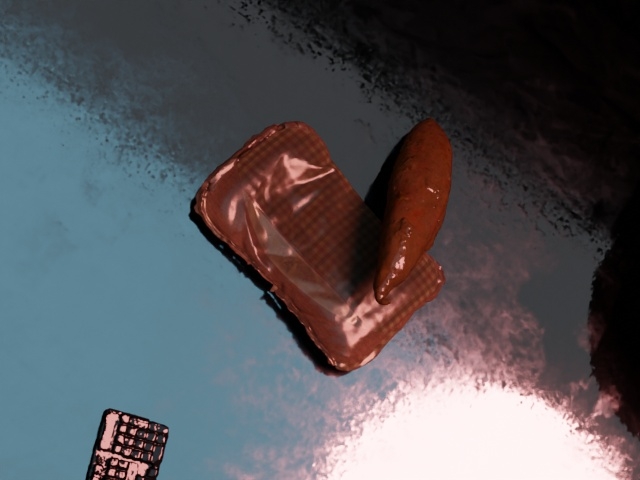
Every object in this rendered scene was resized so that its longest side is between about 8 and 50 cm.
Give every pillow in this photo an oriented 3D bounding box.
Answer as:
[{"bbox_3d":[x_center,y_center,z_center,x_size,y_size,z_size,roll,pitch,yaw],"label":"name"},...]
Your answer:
[{"bbox_3d":[-0.003,0.001,1.462,0.135,0.034,0.211,-43,90,-17],"label":"pillow"}]

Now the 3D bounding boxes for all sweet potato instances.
[{"bbox_3d":[0.081,-0.028,1.457,0.068,0.060,0.206,53,43,-33],"label":"sweet potato"}]

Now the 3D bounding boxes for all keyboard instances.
[{"bbox_3d":[-0.172,0.236,1.385,0.060,0.018,0.195,16,76,-13],"label":"keyboard"}]
